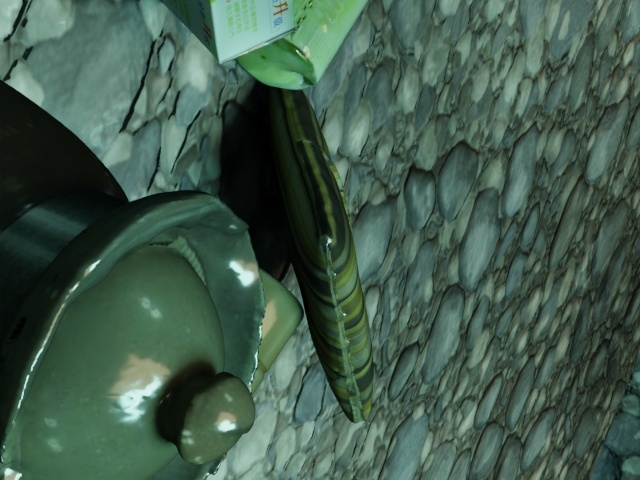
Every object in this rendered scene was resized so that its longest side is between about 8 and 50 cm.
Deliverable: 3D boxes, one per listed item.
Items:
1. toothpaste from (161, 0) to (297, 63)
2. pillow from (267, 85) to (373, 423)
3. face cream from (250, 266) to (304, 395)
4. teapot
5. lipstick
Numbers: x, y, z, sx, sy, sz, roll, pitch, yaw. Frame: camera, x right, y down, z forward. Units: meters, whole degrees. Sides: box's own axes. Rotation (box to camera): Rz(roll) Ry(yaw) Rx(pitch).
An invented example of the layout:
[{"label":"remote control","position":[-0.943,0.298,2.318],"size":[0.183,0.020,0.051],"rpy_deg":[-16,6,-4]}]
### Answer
[{"label":"toothpaste","position":[-0.066,-0.256,0.761],"size":[0.067,0.081,0.336],"rpy_deg":[-29,144,-20]},{"label":"pillow","position":[0.000,0.000,1.036],"size":[0.212,0.052,0.208],"rpy_deg":[77,-1,-46]},{"label":"face cream","position":[-0.137,0.166,0.973],"size":[0.341,0.084,0.137],"rpy_deg":[-55,148,-15]},{"label":"teapot","position":[-0.170,0.042,0.586],"size":[0.305,0.285,0.223],"rpy_deg":[-20,125,-58]},{"label":"lipstick","position":[0.034,-0.244,1.020],"size":[0.304,0.076,0.076],"rpy_deg":[-59,151,-21]}]
